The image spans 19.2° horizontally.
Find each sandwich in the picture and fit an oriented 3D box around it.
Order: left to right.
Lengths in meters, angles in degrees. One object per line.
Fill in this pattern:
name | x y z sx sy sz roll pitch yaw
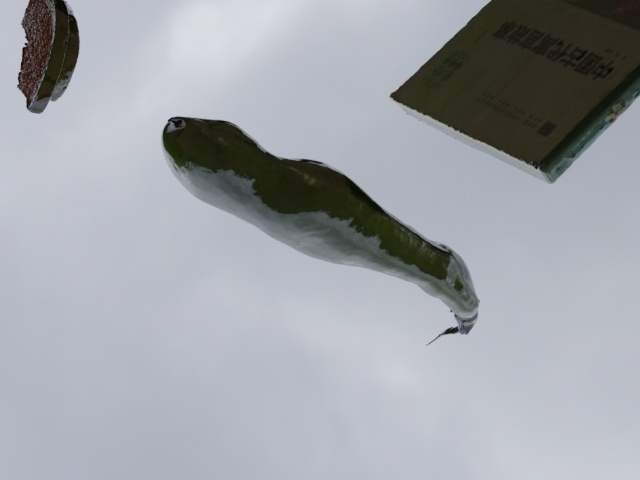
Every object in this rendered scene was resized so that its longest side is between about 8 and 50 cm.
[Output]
sandwich | -0.242 -0.174 1.683 0.029 0.067 0.135 20 -128 -35

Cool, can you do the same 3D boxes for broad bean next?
broad bean | 0.008 -0.004 1.383 0.098 0.318 0.056 -29 -142 35

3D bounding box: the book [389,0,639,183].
book | 0.208 -0.170 1.418 0.283 0.025 0.215 -45 -147 -10
